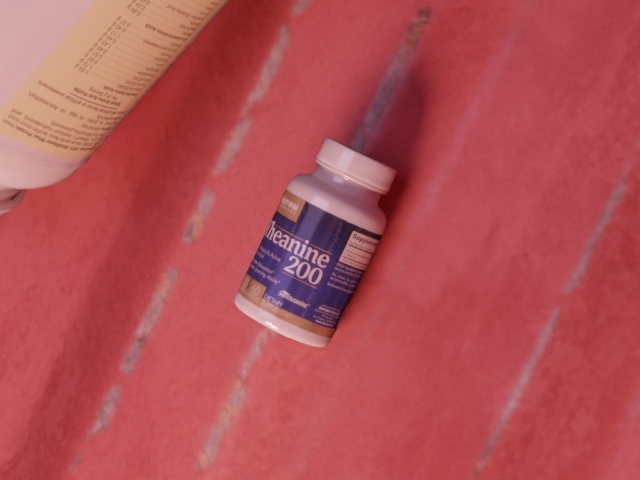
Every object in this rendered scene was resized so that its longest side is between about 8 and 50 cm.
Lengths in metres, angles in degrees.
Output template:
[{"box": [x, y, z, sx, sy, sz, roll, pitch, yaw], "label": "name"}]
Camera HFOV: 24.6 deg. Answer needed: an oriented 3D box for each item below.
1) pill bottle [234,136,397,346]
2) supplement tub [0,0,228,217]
[{"box": [0.000, 0.000, 0.910, 0.067, 0.067, 0.120, 28, 95, 32], "label": "pill bottle"}, {"box": [-0.195, -0.184, 0.967, 0.325, 0.235, 0.235, -46, 61, 15], "label": "supplement tub"}]
